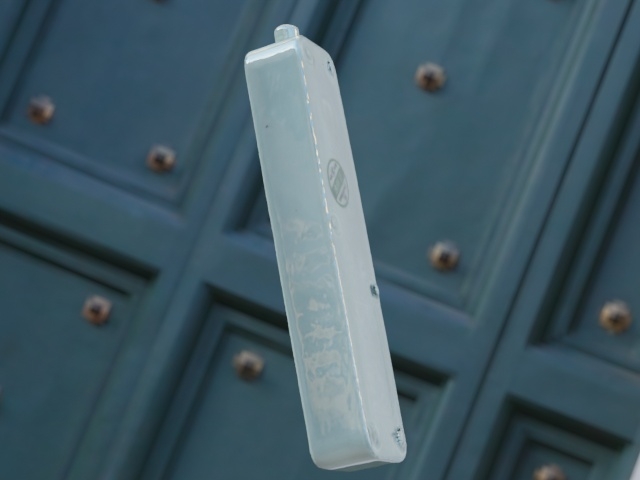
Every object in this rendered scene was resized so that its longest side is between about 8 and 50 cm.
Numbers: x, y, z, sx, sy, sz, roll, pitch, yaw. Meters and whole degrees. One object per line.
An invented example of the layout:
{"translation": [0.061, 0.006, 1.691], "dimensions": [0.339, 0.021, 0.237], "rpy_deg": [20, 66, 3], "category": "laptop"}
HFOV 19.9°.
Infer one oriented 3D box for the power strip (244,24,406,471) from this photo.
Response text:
{"translation": [0.000, 0.000, 1.527], "dimensions": [0.062, 0.385, 0.091], "rpy_deg": [-16, -15, 20], "category": "power strip"}
